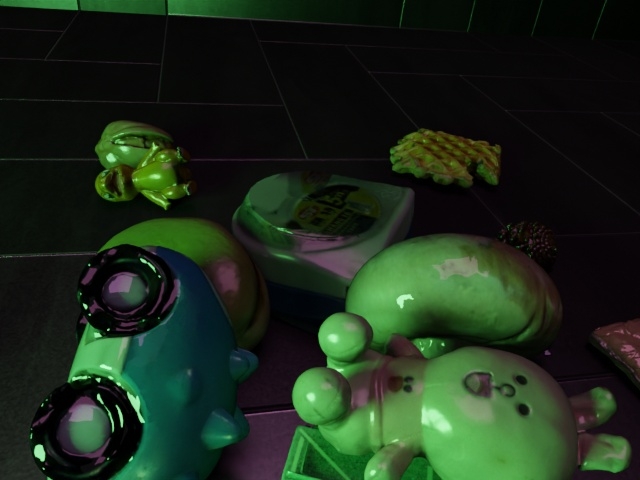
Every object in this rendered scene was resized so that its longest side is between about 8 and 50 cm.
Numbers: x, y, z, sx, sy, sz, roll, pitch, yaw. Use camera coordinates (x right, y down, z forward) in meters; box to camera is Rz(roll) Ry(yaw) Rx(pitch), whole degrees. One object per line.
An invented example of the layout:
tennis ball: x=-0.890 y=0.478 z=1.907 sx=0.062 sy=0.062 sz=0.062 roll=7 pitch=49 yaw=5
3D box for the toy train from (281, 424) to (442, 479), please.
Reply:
toy train: x=0.068 y=0.265 z=0.461 sx=0.269 sy=0.115 sz=0.154 roll=11 pitch=25 yaw=6

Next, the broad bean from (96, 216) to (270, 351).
broad bean: x=-0.189 y=0.053 z=0.701 sx=0.263 sy=0.121 sz=0.189 roll=13 pitch=68 yaw=14

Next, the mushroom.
mushroom: x=0.148 y=0.116 z=0.612 sx=0.243 sy=0.244 sz=0.244 roll=5 pitch=34 yaw=-3

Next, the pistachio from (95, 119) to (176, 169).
pistachio: x=-0.359 y=-0.177 z=1.061 sx=0.149 sy=0.113 sz=0.113 roll=7 pitch=30 yaw=-28

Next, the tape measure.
tape measure: x=0.002 y=0.000 z=0.821 sx=0.262 sy=0.138 sz=0.259 roll=18 pitch=34 yaw=16

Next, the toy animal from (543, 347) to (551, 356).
toy animal: x=0.210 y=0.118 z=0.766 sx=0.216 sy=0.041 sz=0.075 roll=8 pitch=39 yaw=9

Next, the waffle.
waffle: x=0.284 y=-0.189 z=1.227 sx=0.249 sy=0.056 sz=0.261 roll=16 pitch=37 yaw=14

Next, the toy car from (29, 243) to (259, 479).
toy car: x=-0.155 y=0.136 z=0.521 sx=0.190 sy=0.188 sz=0.255 roll=15 pitch=61 yaw=-17

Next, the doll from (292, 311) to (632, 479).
doll: x=0.111 y=0.147 z=0.468 sx=0.274 sy=0.113 sz=0.155 roll=13 pitch=42 yaw=-2

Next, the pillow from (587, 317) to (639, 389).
pillow: x=0.506 y=0.152 z=0.768 sx=0.232 sy=0.043 sz=0.126 roll=-5 pitch=40 yaw=-22

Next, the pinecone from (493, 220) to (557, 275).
pinecone: x=0.343 y=0.013 z=0.903 sx=0.102 sy=0.102 sz=0.109 roll=-3 pitch=24 yaw=-15

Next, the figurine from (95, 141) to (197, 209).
figurine: x=-0.317 y=-0.113 z=0.990 sx=0.176 sy=0.122 sz=0.122 roll=-10 pitch=7 yaw=-7
